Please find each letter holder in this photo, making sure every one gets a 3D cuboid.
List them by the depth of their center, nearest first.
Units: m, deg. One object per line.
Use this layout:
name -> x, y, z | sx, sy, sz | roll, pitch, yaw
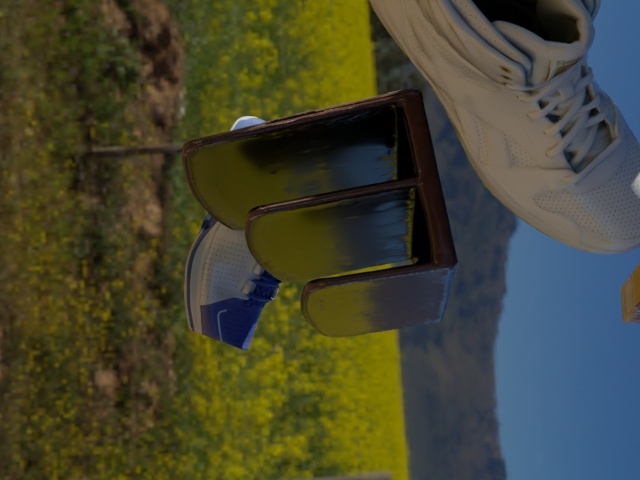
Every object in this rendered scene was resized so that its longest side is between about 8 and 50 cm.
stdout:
letter holder -> 0.000, 0.000, 1.020 | 0.302, 0.215, 0.152 | 72, 7, -77

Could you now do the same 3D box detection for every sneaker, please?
sneaker -> 0.149, -0.096, 0.742 | 0.292, 0.108, 0.169 | 46, -3, -10
sneaker -> -0.058, -0.005, 1.476 | 0.127, 0.182, 0.315 | 20, 81, -63

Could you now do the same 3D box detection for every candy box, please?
candy box -> 0.451, 0.059, 1.399 | 0.186, 0.109, 0.053 | 78, 13, -72
